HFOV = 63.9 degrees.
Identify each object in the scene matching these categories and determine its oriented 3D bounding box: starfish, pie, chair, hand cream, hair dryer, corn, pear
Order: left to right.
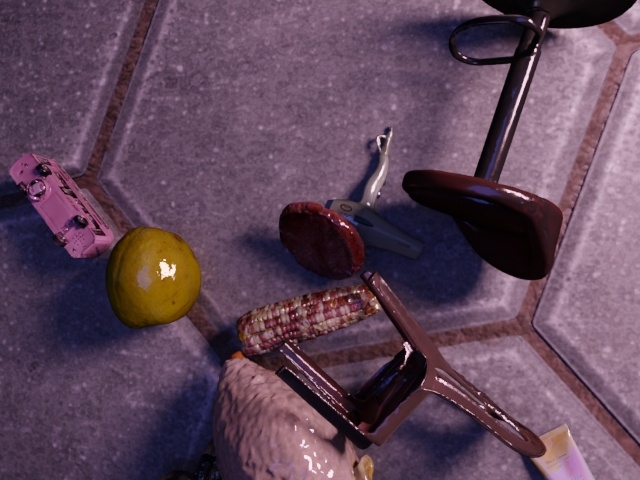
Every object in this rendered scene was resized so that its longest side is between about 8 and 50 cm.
[{"bbox_3d":[-0.265,0.058,0.819,0.149,0.149,0.162,-1,87,10],"label":"pear"},{"bbox_3d":[-0.176,0.423,0.800,0.146,0.074,0.190,-39,63,-8],"label":"starfish"},{"bbox_3d":[-0.021,0.124,0.814,0.237,0.079,0.079,-15,85,5],"label":"corn"},{"bbox_3d":[0.000,0.000,0.792,0.154,0.154,0.036,31,53,9],"label":"pie"},{"bbox_3d":[0.115,-0.062,0.818,0.167,0.067,0.199,37,79,0],"label":"hair dryer"},{"bbox_3d":[0.117,0.214,0.705,0.183,0.175,0.326,-44,91,-2],"label":"chair"},{"bbox_3d":[0.255,-0.162,0.700,0.227,0.226,0.400,17,91,10],"label":"chair"},{"bbox_3d":[0.375,0.367,0.753,0.076,0.047,0.174,-31,74,8],"label":"hand cream"}]

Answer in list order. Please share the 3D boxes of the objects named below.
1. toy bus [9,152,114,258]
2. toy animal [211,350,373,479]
[{"bbox_3d":[-0.441,-0.057,0.881,0.063,0.090,0.203,-41,83,5],"label":"toy bus"},{"bbox_3d":[-0.043,0.317,0.730,0.188,0.226,0.358,-25,75,-31],"label":"toy animal"}]
